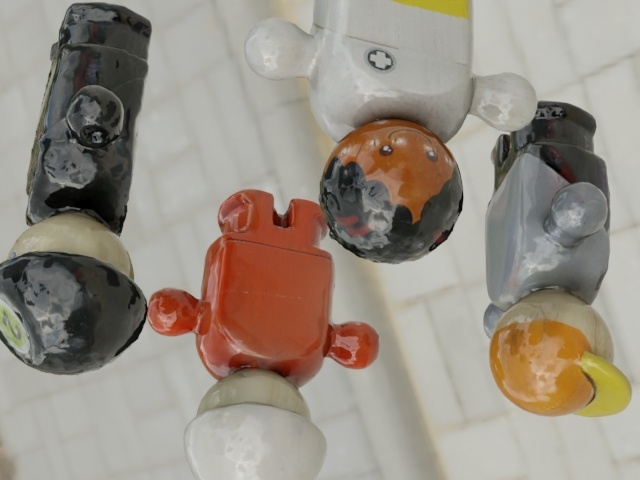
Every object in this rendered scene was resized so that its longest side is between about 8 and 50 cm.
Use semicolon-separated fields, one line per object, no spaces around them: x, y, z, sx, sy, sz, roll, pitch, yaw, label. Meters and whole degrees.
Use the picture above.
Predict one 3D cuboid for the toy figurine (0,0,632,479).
0.000;0.000;0.722;0.210;0.213;0.148;-14;52;24;toy figurine
